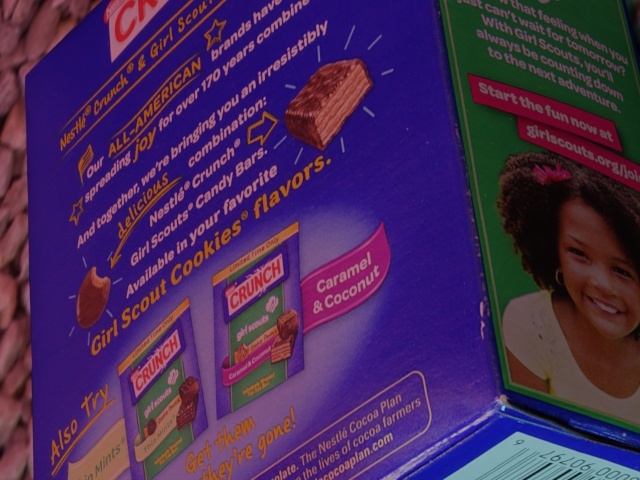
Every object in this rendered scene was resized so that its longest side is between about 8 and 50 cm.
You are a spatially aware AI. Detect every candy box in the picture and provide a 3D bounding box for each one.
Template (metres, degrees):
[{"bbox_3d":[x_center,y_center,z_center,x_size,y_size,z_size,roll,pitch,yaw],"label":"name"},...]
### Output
[{"bbox_3d":[0.000,0.000,0.741,0.268,0.122,0.317,-38,46,37],"label":"candy box"}]
